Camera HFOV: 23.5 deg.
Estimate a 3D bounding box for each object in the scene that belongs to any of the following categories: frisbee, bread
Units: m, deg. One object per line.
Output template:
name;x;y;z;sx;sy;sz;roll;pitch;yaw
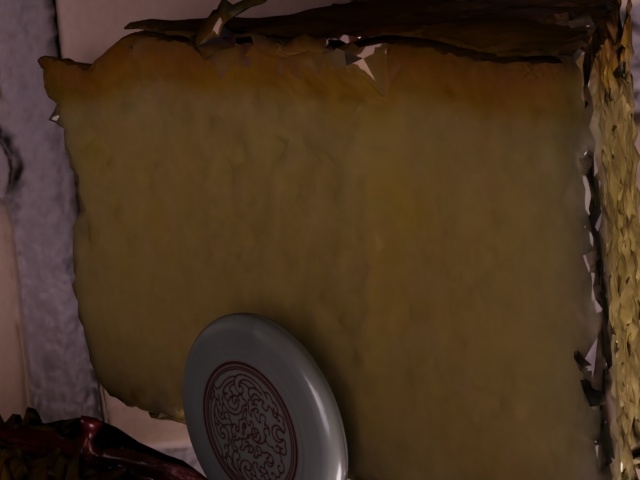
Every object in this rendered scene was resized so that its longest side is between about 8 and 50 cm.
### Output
frisbee;-0.028;0.087;0.709;0.110;0.014;0.110;20;117;45
bread;0.000;0.000;0.706;0.315;0.279;0.248;-6;100;7

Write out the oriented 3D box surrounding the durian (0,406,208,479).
durian;-0.157;0.242;0.734;0.348;0.384;0.347;3;84;-24
